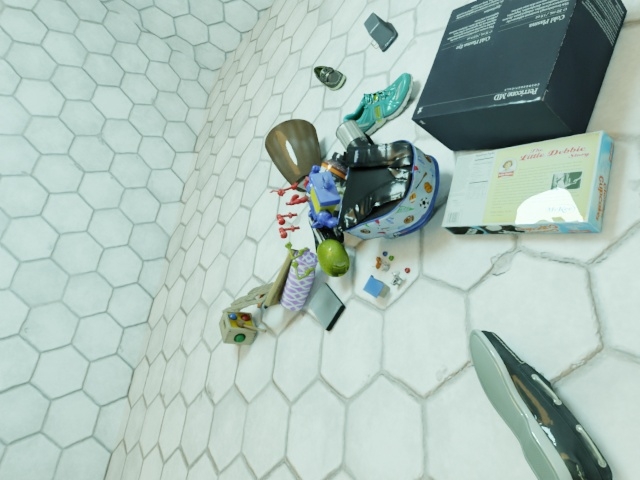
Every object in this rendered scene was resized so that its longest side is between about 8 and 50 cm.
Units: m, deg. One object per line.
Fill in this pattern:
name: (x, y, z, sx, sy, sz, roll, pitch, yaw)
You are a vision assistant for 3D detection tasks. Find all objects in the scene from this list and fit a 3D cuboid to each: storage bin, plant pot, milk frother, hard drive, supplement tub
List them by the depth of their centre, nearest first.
hard drive: (0.019, 0.202, 1.302, 0.094, 0.022, 0.135, -59, 34, 10)
milk frother: (0.104, -0.289, 1.384, 0.143, 0.129, 0.135, -40, 60, 23)
supplement tub: (0.030, -0.205, 1.467, 0.198, 0.106, 0.106, -61, 34, 8)
storage bin: (0.215, -0.783, 1.587, 0.098, 0.091, 0.135, -43, 39, 31)
plant pot: (-0.082, -0.306, 1.626, 0.215, 0.215, 0.231, -41, 56, 33)

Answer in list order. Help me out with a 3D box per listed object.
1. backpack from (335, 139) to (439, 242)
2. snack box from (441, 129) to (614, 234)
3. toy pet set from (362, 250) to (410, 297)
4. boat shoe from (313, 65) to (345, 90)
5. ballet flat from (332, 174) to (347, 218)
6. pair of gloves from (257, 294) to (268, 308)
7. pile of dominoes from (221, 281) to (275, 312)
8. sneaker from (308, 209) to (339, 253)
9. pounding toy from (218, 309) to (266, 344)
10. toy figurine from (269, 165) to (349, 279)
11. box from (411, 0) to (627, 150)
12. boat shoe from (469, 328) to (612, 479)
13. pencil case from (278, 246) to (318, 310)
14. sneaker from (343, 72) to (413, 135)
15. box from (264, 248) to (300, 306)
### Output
backpack: (0.185, -0.127, 1.112, 0.263, 0.213, 0.277, -19, 61, 58)
snack box: (0.423, -0.109, 0.902, 0.321, 0.060, 0.187, 1, 71, 54)
toy pet set: (0.159, 0.089, 1.139, 0.114, 0.065, 0.122, -61, 33, 7)
boat shoe: (0.029, -0.701, 1.807, 0.080, 0.073, 0.223, -58, 34, 12)
ballet flat: (0.100, -0.167, 1.354, 0.280, 0.096, 0.095, -51, 37, 21)
pair of gloves: (-0.213, 0.226, 1.621, 0.083, 0.010, 0.074, -5, 65, 50)
pile of dominoes: (-0.223, 0.209, 1.535, 0.251, 0.040, 0.196, -19, 10, 41)
sneaker: (0.000, 0.000, 1.380, 0.097, 0.084, 0.235, -52, 46, 40)
pounding toy: (-0.293, 0.325, 1.580, 0.100, 0.130, 0.141, -66, 31, 21)
toy figurine: (-0.015, -0.092, 1.234, 0.217, 0.191, 0.363, 111, 148, -54)
box: (0.429, -0.386, 0.960, 0.343, 0.178, 0.313, 15, 81, 57)
boat shoe: (0.359, 0.276, 0.728, 0.114, 0.091, 0.303, 83, 172, -45)
pencil case: (-0.069, 0.132, 1.376, 0.088, 0.086, 0.206, -76, 6, -65)
sneaker: (0.189, -0.446, 1.394, 0.275, 0.110, 0.107, -37, 43, 36)
box: (-0.111, 0.125, 1.432, 0.021, 0.164, 0.201, 26, 93, 15)
